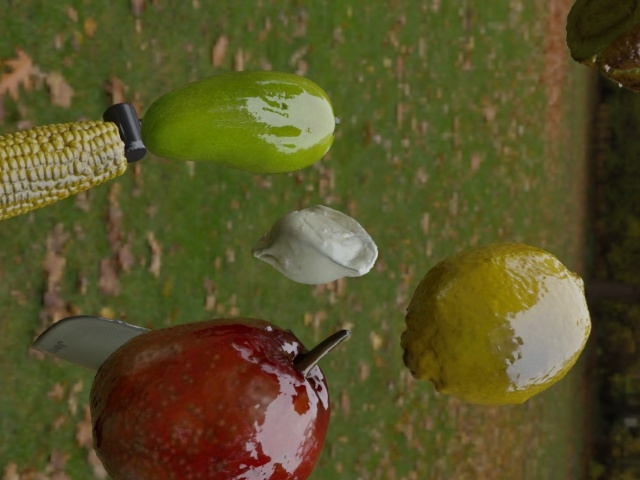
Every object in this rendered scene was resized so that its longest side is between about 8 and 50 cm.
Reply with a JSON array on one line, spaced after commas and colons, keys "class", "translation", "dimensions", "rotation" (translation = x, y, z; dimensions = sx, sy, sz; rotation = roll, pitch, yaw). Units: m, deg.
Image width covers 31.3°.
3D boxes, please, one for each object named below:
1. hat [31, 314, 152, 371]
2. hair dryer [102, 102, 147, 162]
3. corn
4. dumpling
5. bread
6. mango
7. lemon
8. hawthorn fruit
[{"class": "hat", "translation": [-0.324, 0.223, 1.768], "dimensions": [0.214, 0.244, 0.149], "rotation": [-42, -133, 51]}, {"class": "hair dryer", "translation": [-0.338, -0.239, 2.472], "dimensions": [0.070, 0.248, 0.114], "rotation": [-54, -129, 52]}, {"class": "corn", "translation": [-0.373, -0.071, 1.312], "dimensions": [0.101, 0.310, 0.101], "rotation": [51, -27, 40]}, {"class": "dumpling", "translation": [0.000, 0.000, 2.197], "dimensions": [0.179, 0.252, 0.131], "rotation": [-49, 138, -45]}, {"class": "bread", "translation": [0.342, -0.196, 1.123], "dimensions": [0.172, 0.132, 0.103], "rotation": [19, 60, -32]}, {"class": "mango", "translation": [-0.115, -0.172, 1.664], "dimensions": [0.175, 0.293, 0.143], "rotation": [121, -39, -58]}, {"class": "lemon", "translation": [0.218, 0.104, 1.420], "dimensions": [0.204, 0.260, 0.204], "rotation": [160, -90, -74]}, {"class": "hawthorn fruit", "translation": [-0.116, 0.213, 1.472], "dimensions": [0.285, 0.369, 0.285], "rotation": [54, 13, -19]}]
